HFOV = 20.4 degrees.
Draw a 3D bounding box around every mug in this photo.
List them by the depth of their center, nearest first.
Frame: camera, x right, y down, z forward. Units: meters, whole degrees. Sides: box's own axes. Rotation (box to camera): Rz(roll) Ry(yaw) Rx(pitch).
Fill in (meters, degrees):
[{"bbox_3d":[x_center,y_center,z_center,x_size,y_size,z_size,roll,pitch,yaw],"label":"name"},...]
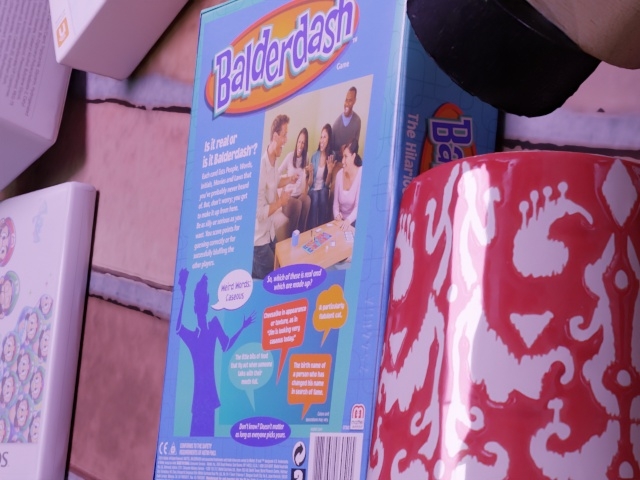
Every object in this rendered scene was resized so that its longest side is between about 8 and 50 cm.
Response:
[{"bbox_3d":[0.050,0.071,0.526,0.150,0.113,0.169,-13,66,44],"label":"mug"}]

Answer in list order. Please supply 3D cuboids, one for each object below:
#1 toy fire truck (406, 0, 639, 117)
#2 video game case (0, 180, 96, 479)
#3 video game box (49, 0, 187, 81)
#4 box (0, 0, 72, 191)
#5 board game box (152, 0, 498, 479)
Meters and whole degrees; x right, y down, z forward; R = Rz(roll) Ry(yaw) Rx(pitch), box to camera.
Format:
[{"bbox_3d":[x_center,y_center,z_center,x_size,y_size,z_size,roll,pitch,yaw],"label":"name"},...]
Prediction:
[{"bbox_3d":[0.051,-0.168,0.571,0.158,0.217,0.246,-50,0,38],"label":"toy fire truck"},{"bbox_3d":[-0.167,0.053,0.959,0.143,0.019,0.157,-10,72,56],"label":"video game case"},{"bbox_3d":[-0.079,-0.213,0.879,0.205,0.048,0.187,-45,47,42],"label":"video game box"},{"bbox_3d":[-0.193,-0.089,0.965,0.101,0.087,0.102,-33,40,48],"label":"box"},{"bbox_3d":[0.000,0.000,0.687,0.160,0.047,0.210,-9,74,57],"label":"board game box"}]
